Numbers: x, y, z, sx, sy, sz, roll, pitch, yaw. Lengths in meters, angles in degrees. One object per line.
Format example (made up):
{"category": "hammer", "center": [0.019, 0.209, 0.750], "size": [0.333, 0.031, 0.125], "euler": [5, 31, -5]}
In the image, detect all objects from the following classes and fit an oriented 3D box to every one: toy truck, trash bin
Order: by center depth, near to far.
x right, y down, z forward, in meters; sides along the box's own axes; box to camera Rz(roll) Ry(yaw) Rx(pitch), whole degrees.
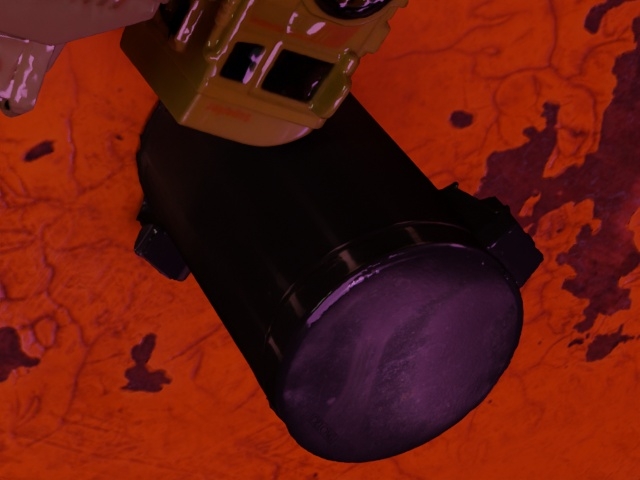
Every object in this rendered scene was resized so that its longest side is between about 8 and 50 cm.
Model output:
{"category": "toy truck", "center": [-0.144, -0.197, 1.223], "size": [0.405, 0.180, 0.254], "euler": [14, 117, -37]}
{"category": "trash bin", "center": [0.000, 0.000, 1.388], "size": [0.252, 0.301, 0.203], "euler": [-41, 134, 4]}
